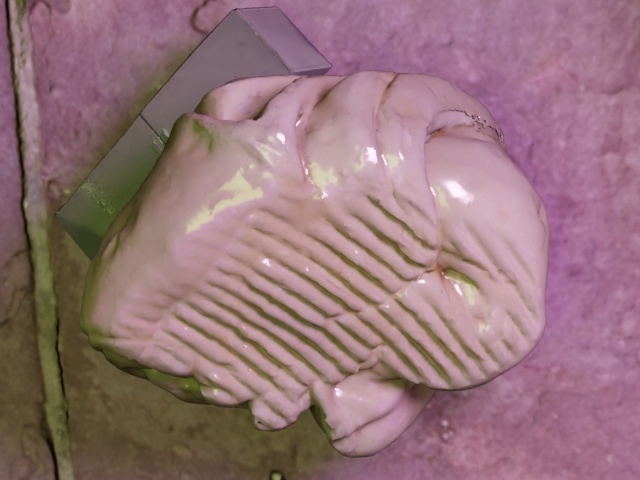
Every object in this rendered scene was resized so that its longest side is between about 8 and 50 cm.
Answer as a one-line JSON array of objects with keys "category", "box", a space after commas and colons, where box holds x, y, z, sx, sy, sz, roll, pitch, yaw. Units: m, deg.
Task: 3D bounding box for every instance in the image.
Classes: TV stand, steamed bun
[{"category": "TV stand", "box": [-0.117, -0.087, 1.580, 0.083, 0.088, 0.269, 48, 113, 10]}, {"category": "steamed bun", "box": [0.000, 0.000, 1.457, 0.339, 0.247, 0.352, 29, 115, -25]}]
